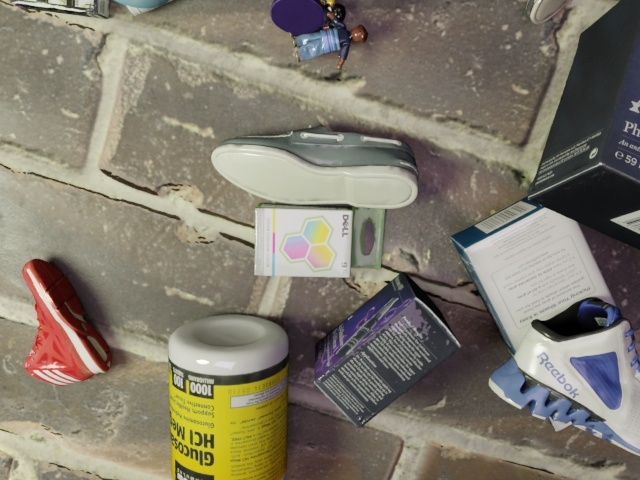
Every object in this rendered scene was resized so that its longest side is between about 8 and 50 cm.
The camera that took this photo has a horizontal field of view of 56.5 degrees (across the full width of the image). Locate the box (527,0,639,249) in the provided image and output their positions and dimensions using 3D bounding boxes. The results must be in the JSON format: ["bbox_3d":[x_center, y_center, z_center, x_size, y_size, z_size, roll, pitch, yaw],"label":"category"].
[{"bbox_3d":[0.494,-0.149,0.820,0.296,0.183,0.294,23,76,-6],"label":"box"}]

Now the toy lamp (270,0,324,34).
[{"bbox_3d":[-0.020,-0.414,0.804,0.080,0.080,0.274,3,69,-1],"label":"toy lamp"}]

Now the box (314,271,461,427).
[{"bbox_3d":[0.099,0.168,0.950,0.207,0.153,0.108,-42,99,7],"label":"box"}]

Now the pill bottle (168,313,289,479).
[{"bbox_3d":[-0.146,0.303,0.959,0.188,0.188,0.333,1,102,-1],"label":"pill bottle"}]

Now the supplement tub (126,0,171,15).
[{"bbox_3d":[-0.238,-0.382,0.870,0.107,0.071,0.071,-22,102,4],"label":"supplement tub"}]

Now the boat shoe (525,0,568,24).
[{"bbox_3d":[0.358,-0.423,0.881,0.065,0.075,0.206,40,110,35],"label":"boat shoe"}]

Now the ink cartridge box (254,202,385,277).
[{"bbox_3d":[0.000,0.000,0.958,0.209,0.062,0.109,2,101,-1],"label":"ink cartridge box"}]

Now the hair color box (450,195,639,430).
[{"bbox_3d":[0.368,0.111,0.962,0.174,0.105,0.347,-28,101,5],"label":"hair color box"}]

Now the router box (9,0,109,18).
[{"bbox_3d":[-0.378,-0.427,0.871,0.133,0.046,0.178,7,102,-1],"label":"router box"}]

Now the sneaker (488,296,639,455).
[{"bbox_3d":[0.425,0.188,0.861,0.316,0.127,0.182,18,103,-3],"label":"sneaker"}]

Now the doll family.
[{"bbox_3d":[0.002,-0.350,0.880,0.111,0.076,0.193,-13,107,-2],"label":"doll family"}]

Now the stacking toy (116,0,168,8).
[{"bbox_3d":[-0.237,-0.466,0.809,0.279,0.130,0.309,-29,88,-35],"label":"stacking toy"}]

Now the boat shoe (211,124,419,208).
[{"bbox_3d":[-0.006,-0.124,0.931,0.320,0.099,0.116,8,146,5],"label":"boat shoe"}]

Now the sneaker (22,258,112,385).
[{"bbox_3d":[-0.454,0.148,0.977,0.128,0.087,0.221,-27,100,4],"label":"sneaker"}]
